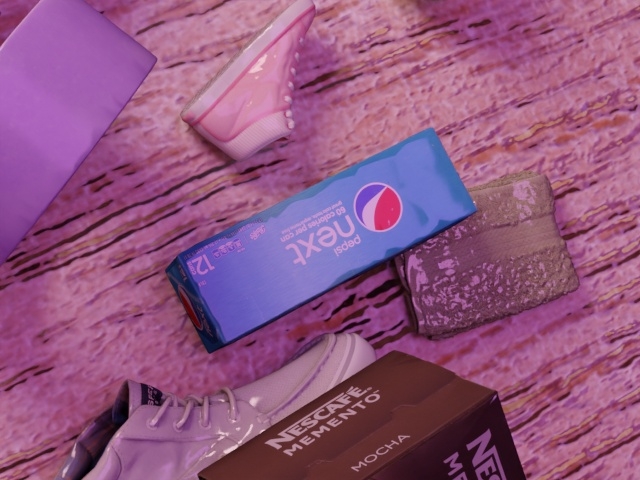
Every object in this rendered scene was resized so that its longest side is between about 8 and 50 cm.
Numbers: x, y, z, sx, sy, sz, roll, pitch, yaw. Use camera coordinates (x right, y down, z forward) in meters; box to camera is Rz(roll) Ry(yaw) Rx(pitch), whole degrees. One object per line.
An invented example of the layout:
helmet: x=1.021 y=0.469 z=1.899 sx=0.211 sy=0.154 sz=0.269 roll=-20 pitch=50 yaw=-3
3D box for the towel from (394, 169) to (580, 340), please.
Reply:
towel: x=0.124 y=0.010 z=1.167 sx=0.148 sy=0.027 sz=0.110 roll=-15 pitch=86 yaw=-23

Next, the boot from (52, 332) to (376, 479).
boot: x=-0.079 y=0.130 z=1.025 sx=0.123 sy=0.095 sz=0.258 roll=47 pitch=68 yaw=-14

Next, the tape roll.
tape roll: x=-0.190 y=-0.066 z=0.972 sx=0.080 sy=0.189 sz=0.189 roll=38 pitch=68 yaw=-11

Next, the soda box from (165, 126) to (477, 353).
soda box: x=0.000 y=0.000 z=1.085 sx=0.210 sy=0.067 sz=0.071 roll=-27 pitch=87 yaw=-16

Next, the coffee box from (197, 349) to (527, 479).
coffee box: x=0.061 y=0.245 z=0.994 sx=0.168 sy=0.119 sz=0.297 roll=-29 pitch=112 yaw=-24

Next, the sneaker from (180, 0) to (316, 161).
sneaker: x=-0.035 y=-0.113 z=1.119 sx=0.070 sy=0.051 sz=0.134 roll=44 pitch=71 yaw=-10
